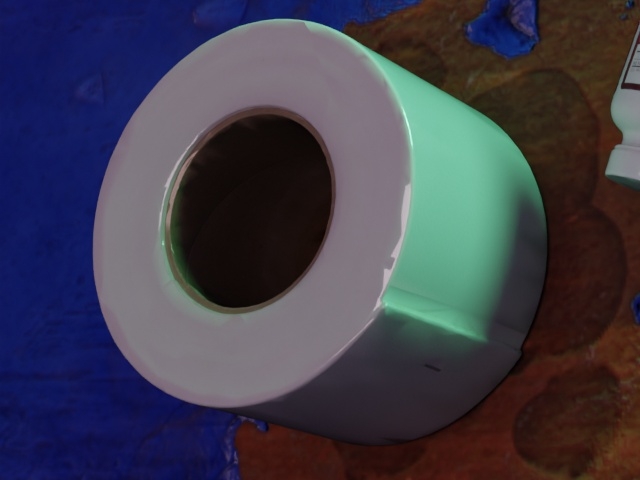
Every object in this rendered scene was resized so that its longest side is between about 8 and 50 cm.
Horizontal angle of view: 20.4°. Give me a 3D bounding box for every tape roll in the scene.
[{"bbox_3d":[0.000,0.000,1.133,0.246,0.169,0.246,-10,71,32],"label":"tape roll"}]

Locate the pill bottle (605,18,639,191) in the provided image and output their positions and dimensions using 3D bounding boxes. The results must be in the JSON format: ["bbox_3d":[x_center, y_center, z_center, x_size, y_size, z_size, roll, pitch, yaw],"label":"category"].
[{"bbox_3d":[0.224,-0.100,1.054,0.086,0.086,0.152,18,88,38],"label":"pill bottle"}]
